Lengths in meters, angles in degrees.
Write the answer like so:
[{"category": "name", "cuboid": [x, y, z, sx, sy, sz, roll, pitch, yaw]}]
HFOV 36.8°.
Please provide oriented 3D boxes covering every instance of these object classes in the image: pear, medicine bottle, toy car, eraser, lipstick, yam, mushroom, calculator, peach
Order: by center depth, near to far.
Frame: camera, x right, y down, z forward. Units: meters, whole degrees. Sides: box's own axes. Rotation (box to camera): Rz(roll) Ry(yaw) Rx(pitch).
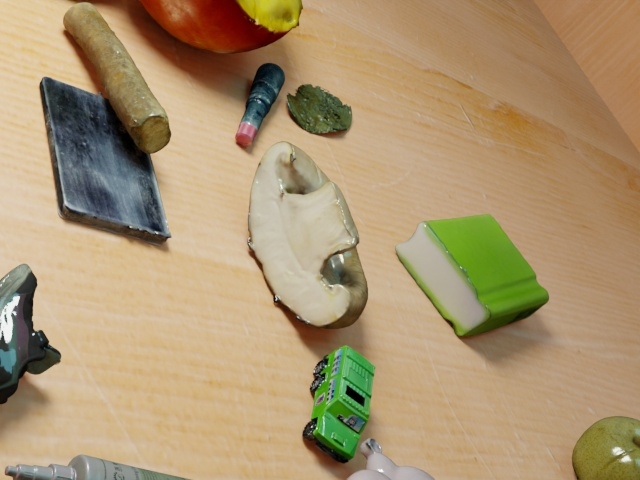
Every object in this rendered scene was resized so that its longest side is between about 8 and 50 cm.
[{"category": "medicine bottle", "cuboid": [-0.204, 0.237, 0.913, 0.199, 0.057, 0.057, 23, 36, -32]}, {"category": "toy car", "cuboid": [0.028, 0.208, 1.234, 0.071, 0.062, 0.165, 37, 30, -15]}, {"category": "calculator", "cuboid": [-0.290, -0.112, 1.282, 0.161, 0.021, 0.261, 18, 39, -38]}, {"category": "yam", "cuboid": [-0.291, -0.240, 1.365, 0.066, 0.066, 0.299, 9, 37, -46]}, {"category": "mushroom", "cuboid": [0.000, 0.000, 1.390, 0.151, 0.156, 0.285, 17, 50, -58]}, {"category": "pear", "cuboid": [0.482, 0.364, 1.536, 0.167, 0.136, 0.167, 28, 34, -21]}, {"category": "peach", "cuboid": [-0.193, -0.455, 1.607, 0.380, 0.242, 0.306, 17, 61, -74]}, {"category": "lipstick", "cuboid": [-0.103, -0.227, 1.628, 0.053, 0.053, 0.234, 35, 33, -16]}, {"category": "eraser", "cuboid": [0.277, 0.058, 1.709, 0.210, 0.092, 0.274, 55, 30, 16]}]

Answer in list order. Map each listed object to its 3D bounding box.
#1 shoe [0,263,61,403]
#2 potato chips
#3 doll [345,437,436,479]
[{"category": "shoe", "cuboid": [-0.303, 0.101, 0.954, 0.099, 0.071, 0.169, 37, 34, -19]}, {"category": "potato chips", "cuboid": [-0.004, -0.251, 1.812, 0.209, 0.026, 0.142, 8, 44, -47]}, {"category": "doll", "cuboid": [0.101, 0.383, 1.076, 0.160, 0.094, 0.365, 19, 39, -34]}]
